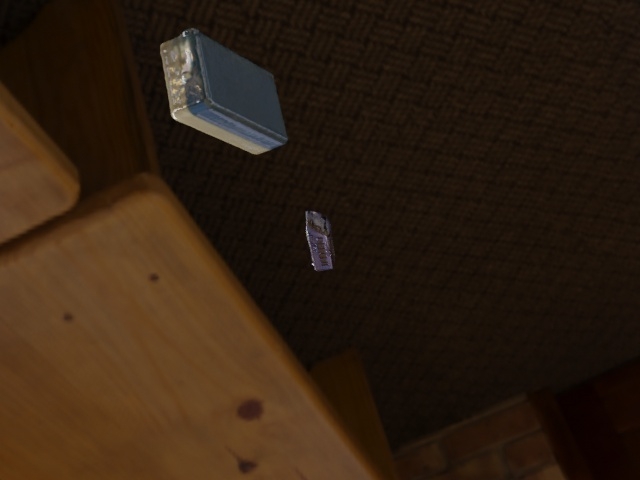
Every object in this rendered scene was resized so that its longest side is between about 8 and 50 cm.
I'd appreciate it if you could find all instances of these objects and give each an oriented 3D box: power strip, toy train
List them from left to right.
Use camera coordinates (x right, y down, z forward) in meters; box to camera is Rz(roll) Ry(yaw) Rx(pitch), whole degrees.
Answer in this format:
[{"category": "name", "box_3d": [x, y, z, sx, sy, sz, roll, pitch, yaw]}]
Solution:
[{"category": "power strip", "box_3d": [-0.064, -0.097, 0.745, 0.032, 0.056, 0.123, -18, 166, 19]}, {"category": "toy train", "box_3d": [0.000, 0.000, 0.763, 0.017, 0.017, 0.083, -2, 159, 3]}]
